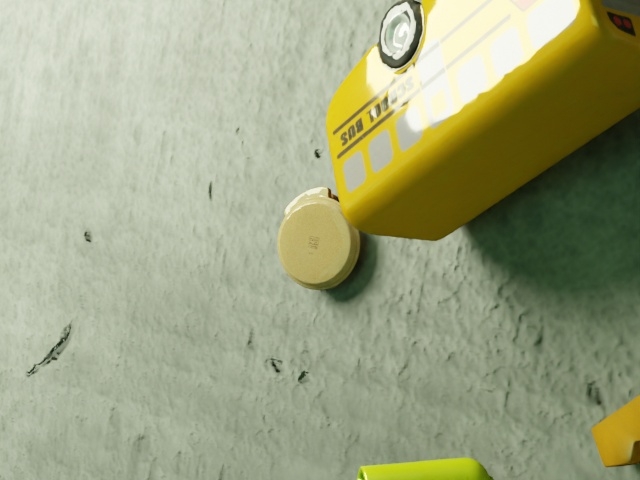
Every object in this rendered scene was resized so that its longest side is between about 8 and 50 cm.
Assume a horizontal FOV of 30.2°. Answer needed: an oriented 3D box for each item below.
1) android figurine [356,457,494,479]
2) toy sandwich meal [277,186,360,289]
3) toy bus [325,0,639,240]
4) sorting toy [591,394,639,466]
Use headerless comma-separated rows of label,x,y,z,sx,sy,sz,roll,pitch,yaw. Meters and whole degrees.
android figurine,0.096,0.229,0.750,0.248,0.272,0.056,-104,12,-61
toy sandwich meal,0.000,0.000,0.986,0.085,0.029,0.086,-1,88,28
toy bus,0.136,-0.127,0.785,0.332,0.108,0.130,-37,54,47
sorting toy,0.263,0.113,0.665,0.307,0.041,0.229,-52,44,48
